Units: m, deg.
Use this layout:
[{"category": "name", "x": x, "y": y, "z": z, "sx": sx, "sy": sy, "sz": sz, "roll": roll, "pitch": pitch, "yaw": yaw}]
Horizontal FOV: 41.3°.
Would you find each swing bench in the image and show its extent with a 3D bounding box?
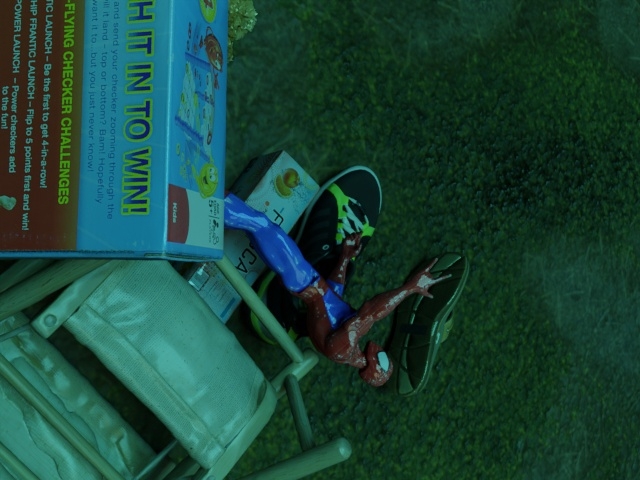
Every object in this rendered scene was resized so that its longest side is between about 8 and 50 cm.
[{"category": "swing bench", "x": -0.157, "y": 0.115, "z": 0.683, "sx": 0.255, "sy": 0.165, "sz": 0.253, "roll": -34, "pitch": 113, "yaw": 3}]

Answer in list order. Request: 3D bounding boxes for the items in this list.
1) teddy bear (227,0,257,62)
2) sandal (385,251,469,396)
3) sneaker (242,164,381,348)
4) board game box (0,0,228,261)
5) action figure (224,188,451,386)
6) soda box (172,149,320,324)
[{"category": "teddy bear", "x": -0.194, "y": -0.268, "z": 0.724, "sx": 0.245, "sy": 0.113, "sz": 0.338, "roll": -35, "pitch": 108, "yaw": -31}, {"category": "sandal", "x": 0.124, "y": 0.097, "z": 0.975, "sx": 0.049, "sy": 0.072, "sz": 0.180, "roll": 37, "pitch": 67, "yaw": -47}, {"category": "sneaker", "x": 0.015, "y": 0.019, "z": 0.874, "sx": 0.084, "sy": 0.097, "sz": 0.234, "roll": 45, "pitch": 63, "yaw": -27}, {"category": "board game box", "x": -0.214, "y": -0.139, "z": 0.543, "sx": 0.086, "sy": 0.302, "sz": 0.308, "roll": 14, "pitch": 77, "yaw": -74}, {"category": "action figure", "x": 0.000, "y": 0.000, "z": 0.764, "sx": 0.139, "sy": 0.091, "sz": 0.280, "roll": -37, "pitch": 98, "yaw": -9}, {"category": "soda box", "x": -0.080, "y": -0.002, "z": 0.825, "sx": 0.058, "sy": 0.063, "sz": 0.183, "roll": 46, "pitch": 63, "yaw": -23}]
